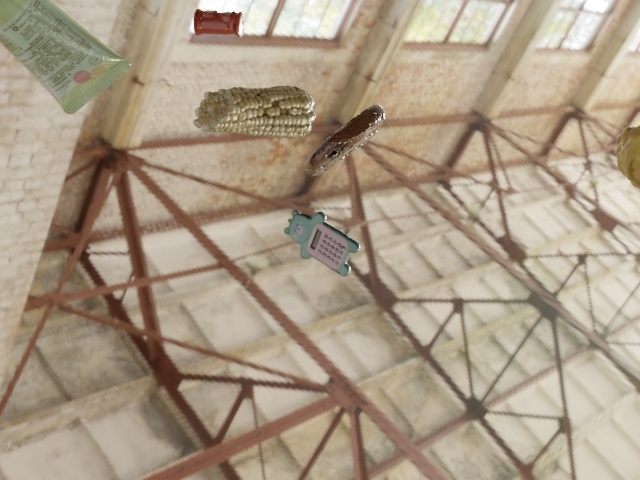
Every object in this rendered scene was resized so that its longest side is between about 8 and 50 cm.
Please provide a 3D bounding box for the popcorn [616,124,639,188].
[{"bbox_3d":[0.691,-0.135,1.711,0.190,0.191,0.254,23,-141,-62],"label":"popcorn"}]

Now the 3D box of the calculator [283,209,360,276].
[{"bbox_3d":[0.000,0.000,1.497,0.141,0.094,0.019,33,-150,21],"label":"calculator"}]

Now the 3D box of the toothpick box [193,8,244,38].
[{"bbox_3d":[-0.171,-0.370,1.521,0.083,0.047,0.047,5,-152,8],"label":"toothpick box"}]

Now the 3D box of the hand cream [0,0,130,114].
[{"bbox_3d":[-0.462,-0.340,1.454,0.306,0.147,0.093,45,-167,-40],"label":"hand cream"}]

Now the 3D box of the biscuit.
[{"bbox_3d":[0.050,-0.190,1.724,0.049,0.192,0.192,48,-148,4],"label":"biscuit"}]

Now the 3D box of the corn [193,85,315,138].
[{"bbox_3d":[-0.098,-0.206,1.401,0.210,0.087,0.087,-2,-140,-44],"label":"corn"}]
